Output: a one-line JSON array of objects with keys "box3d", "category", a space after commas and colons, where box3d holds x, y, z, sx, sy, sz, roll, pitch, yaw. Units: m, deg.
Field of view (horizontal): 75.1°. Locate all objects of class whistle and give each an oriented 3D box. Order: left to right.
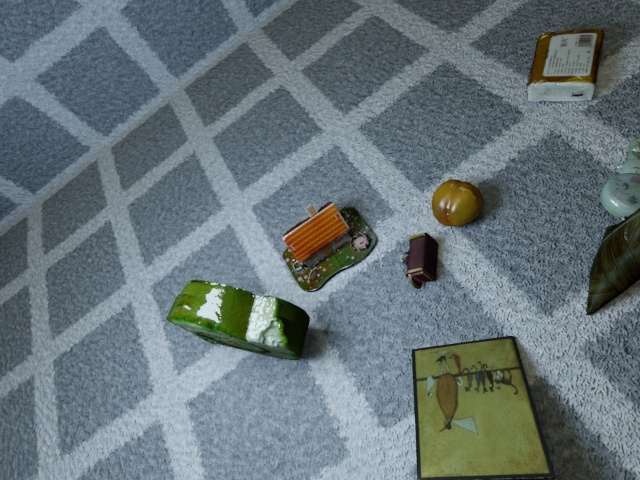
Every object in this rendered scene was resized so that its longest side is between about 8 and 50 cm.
[{"box3d": [0.785, -0.147, 1.049, 0.126, 0.067, 0.258, 18, 68, 19], "category": "whistle"}]

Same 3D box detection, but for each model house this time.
[{"box3d": [0.001, -0.001, 1.297, 0.294, 0.154, 0.207, -35, 52, 4], "category": "model house"}]

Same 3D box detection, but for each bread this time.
[{"box3d": [-0.214, 0.227, 1.139, 0.382, 0.366, 0.129, -14, 53, 48], "category": "bread"}]

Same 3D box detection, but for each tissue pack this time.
[{"box3d": [0.741, -0.530, 1.264, 0.183, 0.092, 0.226, 10, 69, 30], "category": "tissue pack"}]

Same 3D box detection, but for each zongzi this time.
[{"box3d": [0.672, 0.043, 0.892, 0.111, 0.247, 0.241, 25, 78, 17], "category": "zongzi"}]

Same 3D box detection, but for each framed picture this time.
[{"box3d": [0.335, 0.362, 0.930, 0.256, 0.014, 0.338, -14, 33, 20], "category": "framed picture"}]

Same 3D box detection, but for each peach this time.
[{"box3d": [0.384, -0.101, 1.179, 0.138, 0.138, 0.138, -12, 59, 20], "category": "peach"}]

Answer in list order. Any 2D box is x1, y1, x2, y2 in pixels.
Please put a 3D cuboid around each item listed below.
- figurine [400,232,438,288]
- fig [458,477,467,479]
[{"box3d": [0.272, 0.061, 1.182, 0.098, 0.082, 0.154, -7, 61, 38], "category": "figurine"}, {"box3d": [0.316, 0.538, 0.842, 0.149, 0.148, 0.202, -25, 33, -30], "category": "fig"}]
